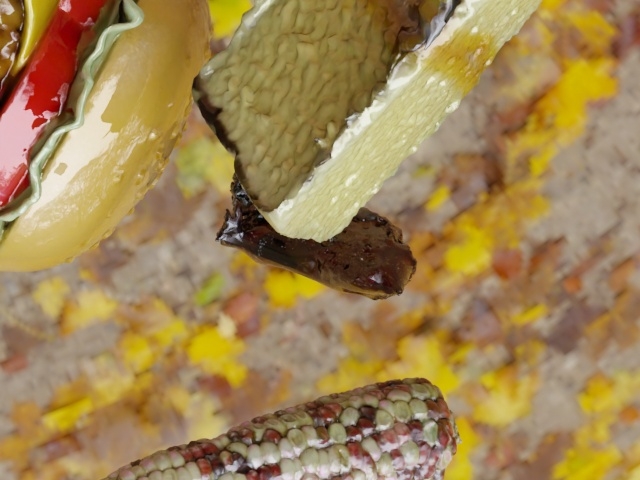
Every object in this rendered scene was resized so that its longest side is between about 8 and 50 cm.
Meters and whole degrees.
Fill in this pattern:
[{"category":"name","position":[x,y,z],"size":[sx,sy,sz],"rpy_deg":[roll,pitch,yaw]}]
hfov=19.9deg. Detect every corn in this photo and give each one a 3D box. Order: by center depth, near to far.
[{"category":"corn","position":[-0.027,0.165,1.304],"size":[0.280,0.092,0.092],"rpy_deg":[-12,133,-25]}]

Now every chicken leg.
[{"category":"chicken leg","position":[0.000,0.000,1.452],"size":[0.105,0.234,0.063],"rpy_deg":[-26,127,-43]}]

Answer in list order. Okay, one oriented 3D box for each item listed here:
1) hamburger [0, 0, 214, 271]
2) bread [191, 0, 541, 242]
[{"category":"hamburger","position":[-0.188,-0.106,1.168],"size":[0.212,0.274,0.274],"rpy_deg":[30,113,-15]},{"category":"bread","position":[0.051,-0.126,0.992],"size":[0.266,0.178,0.142],"rpy_deg":[-45,139,11]}]
